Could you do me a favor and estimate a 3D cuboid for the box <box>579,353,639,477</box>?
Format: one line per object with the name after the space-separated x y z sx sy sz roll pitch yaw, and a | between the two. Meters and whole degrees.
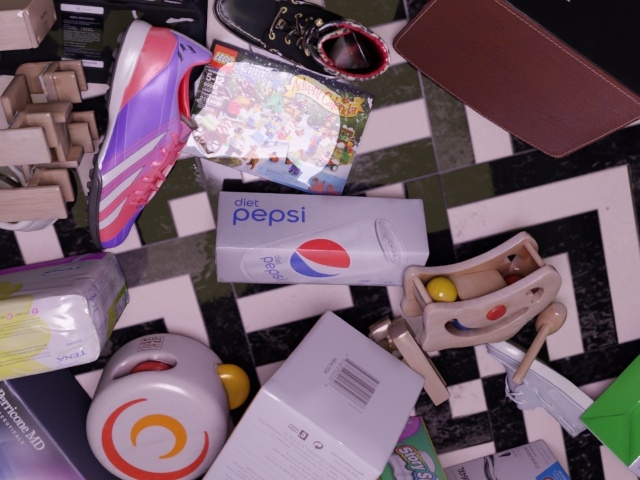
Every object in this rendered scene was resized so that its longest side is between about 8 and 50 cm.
0.568 0.255 1.150 0.231 0.127 0.262 36 98 -29 | box

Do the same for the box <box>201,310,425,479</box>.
-0.040 0.301 1.032 0.168 0.215 0.345 35 119 6 | box

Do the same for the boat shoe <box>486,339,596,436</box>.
0.328 0.226 1.178 0.227 0.079 0.081 36 94 -15 | boat shoe

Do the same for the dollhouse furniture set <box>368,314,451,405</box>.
0.099 0.194 1.117 0.123 0.151 0.144 -33 101 4 | dollhouse furniture set

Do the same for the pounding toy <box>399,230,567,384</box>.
0.253 0.094 1.058 0.270 0.154 0.154 -3 137 -27 | pounding toy

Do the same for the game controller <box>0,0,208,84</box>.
-0.311 -0.292 1.024 0.319 0.067 0.166 4 117 -5 | game controller

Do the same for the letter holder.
0.279 -0.269 1.035 0.302 0.214 0.152 31 67 -10 | letter holder

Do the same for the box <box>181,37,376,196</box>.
-0.059 -0.164 1.073 0.233 0.044 0.159 17 102 -8 | box

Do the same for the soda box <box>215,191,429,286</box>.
0.000 0.000 1.073 0.286 0.098 0.091 2 146 -4 | soda box

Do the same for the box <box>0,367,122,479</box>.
-0.455 0.339 1.096 0.294 0.183 0.296 -32 104 2 | box

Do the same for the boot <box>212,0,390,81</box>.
-0.024 -0.267 0.981 0.236 0.178 0.085 21 101 -10 | boot

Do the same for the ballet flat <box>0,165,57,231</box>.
-0.523 -0.129 1.003 0.400 0.139 0.139 29 100 -10 | ballet flat

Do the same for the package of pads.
-0.419 0.105 1.016 0.297 0.229 0.101 -11 104 -2 | package of pads

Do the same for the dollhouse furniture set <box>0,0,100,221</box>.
-0.386 -0.168 0.928 0.161 0.212 0.242 -4 125 -1 | dollhouse furniture set

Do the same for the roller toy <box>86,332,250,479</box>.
-0.223 0.234 1.104 0.191 0.146 0.209 34 109 -17 | roller toy

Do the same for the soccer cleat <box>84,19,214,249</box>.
-0.230 -0.121 1.021 0.117 0.108 0.318 15 112 -7 | soccer cleat

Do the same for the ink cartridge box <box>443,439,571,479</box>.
0.274 0.400 1.180 0.203 0.148 0.085 -16 105 -1 | ink cartridge box

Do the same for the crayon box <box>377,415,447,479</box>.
0.123 0.466 1.074 0.106 0.363 0.313 -2 103 -3 | crayon box
